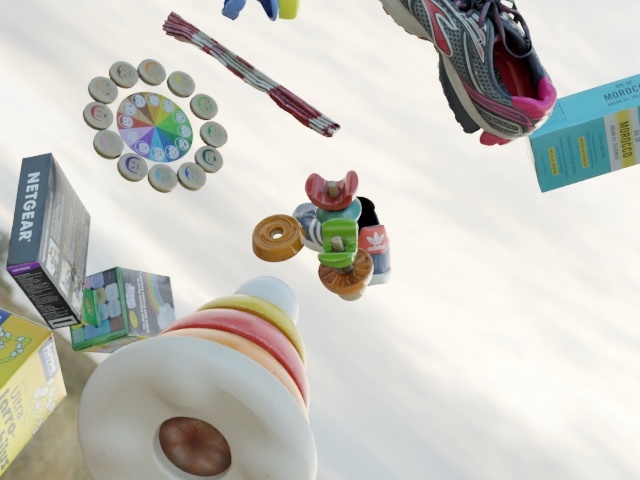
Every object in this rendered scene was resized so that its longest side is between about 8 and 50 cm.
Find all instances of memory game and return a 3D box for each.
[{"bbox_3d":[-0.194,-0.138,1.458,0.186,0.186,0.012,39,-40,-6],"label":"memory game"}]

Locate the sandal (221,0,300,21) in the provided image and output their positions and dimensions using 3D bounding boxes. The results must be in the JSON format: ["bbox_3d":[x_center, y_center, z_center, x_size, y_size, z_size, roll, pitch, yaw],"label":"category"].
[{"bbox_3d":[-0.158,-0.526,2.214,0.317,0.138,0.126,64,-12,-2],"label":"sandal"}]

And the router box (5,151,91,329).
[{"bbox_3d":[-0.335,0.000,1.530,0.133,0.046,0.179,69,13,-49],"label":"router box"}]

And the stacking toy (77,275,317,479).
[{"bbox_3d":[-0.127,0.204,1.884,0.350,0.350,0.480,39,29,-5],"label":"stacking toy"}]

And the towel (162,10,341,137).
[{"bbox_3d":[-0.110,-0.266,2.042,0.329,0.037,0.237,34,4,-2],"label":"towel"}]

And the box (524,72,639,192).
[{"bbox_3d":[0.379,-0.145,1.536,0.060,0.244,0.100,-102,172,-46],"label":"box"}]

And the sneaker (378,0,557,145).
[{"bbox_3d":[0.159,-0.249,1.329,0.299,0.121,0.112,56,-20,-4],"label":"sneaker"}]

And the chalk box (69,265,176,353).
[{"bbox_3d":[-0.379,0.130,2.250,0.132,0.132,0.213,-17,-16,26],"label":"chalk box"}]

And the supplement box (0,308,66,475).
[{"bbox_3d":[-0.636,0.304,2.157,0.195,0.356,0.194,19,-42,18],"label":"supplement box"}]

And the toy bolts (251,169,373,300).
[{"bbox_3d":[0.000,0.000,2.274,0.218,0.228,0.158,1,-40,15],"label":"toy bolts"}]

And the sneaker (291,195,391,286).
[{"bbox_3d":[0.047,-0.038,2.518,0.350,0.131,0.148,39,-46,53],"label":"sneaker"}]
